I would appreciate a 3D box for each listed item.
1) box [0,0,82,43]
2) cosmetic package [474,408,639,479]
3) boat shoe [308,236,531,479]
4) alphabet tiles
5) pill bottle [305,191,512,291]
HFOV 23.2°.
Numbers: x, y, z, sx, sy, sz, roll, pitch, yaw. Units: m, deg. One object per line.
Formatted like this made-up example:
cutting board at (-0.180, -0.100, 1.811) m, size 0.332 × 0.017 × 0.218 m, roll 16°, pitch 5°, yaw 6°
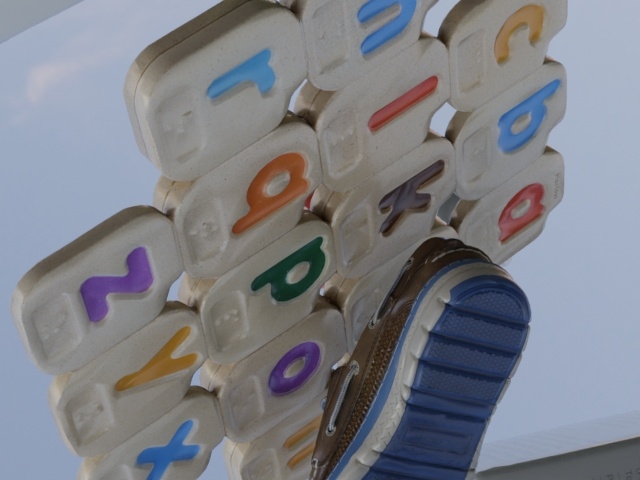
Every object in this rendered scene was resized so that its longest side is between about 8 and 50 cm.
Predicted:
box at (-0.164, -0.179, 0.810) m, size 0.113 × 0.275 × 0.094 m, roll 20°, pitch -101°, yaw -28°
cosmetic package at (0.325, 0.207, 1.238) m, size 0.453 × 0.230 × 0.161 m, roll -12°, pitch -93°, yaw -7°
boat shoe at (0.033, 0.083, 0.686) m, size 0.066 × 0.183 × 0.066 m, roll 19°, pitch -162°, yaw -26°
alphabet tiles at (0.000, 0.000, 0.668) m, size 0.278 × 0.284 × 0.021 m, roll -34°, pitch -128°, yaw -21°
pill bottle at (0.077, -0.009, 1.450) m, size 0.194 × 0.108 × 0.108 m, roll -4°, pitch -141°, yaw 21°
